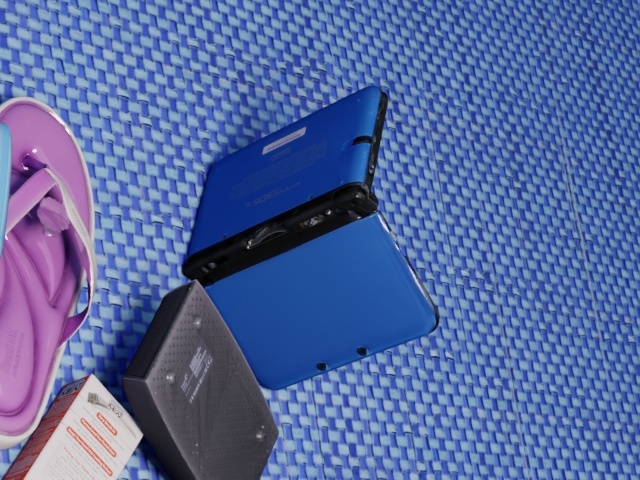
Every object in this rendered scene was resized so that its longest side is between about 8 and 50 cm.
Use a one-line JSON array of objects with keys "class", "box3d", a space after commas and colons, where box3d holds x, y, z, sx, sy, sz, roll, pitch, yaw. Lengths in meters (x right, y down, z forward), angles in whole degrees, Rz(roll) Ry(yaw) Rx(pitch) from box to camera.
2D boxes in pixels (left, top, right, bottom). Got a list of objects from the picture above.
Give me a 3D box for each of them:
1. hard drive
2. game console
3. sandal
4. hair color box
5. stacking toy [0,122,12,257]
[{"class": "hard drive", "box3d": [-0.133, 0.187, 2.085, 0.255, 0.054, 0.172, 64, 35, -37]}, {"class": "game console", "box3d": [0.000, 0.000, 2.190, 0.173, 0.293, 0.250, 37, 48, -31]}, {"class": "sandal", "box3d": [-0.300, 0.026, 1.999, 0.169, 0.102, 0.416, 27, 54, -37]}, {"class": "hair color box", "box3d": [-0.263, 0.234, 1.978, 0.093, 0.053, 0.167, 50, 44, -20]}, {"class": "stacking toy", "box3d": [-0.466, -0.057, 1.850, 0.302, 0.175, 0.166, 15, 57, -27]}]
